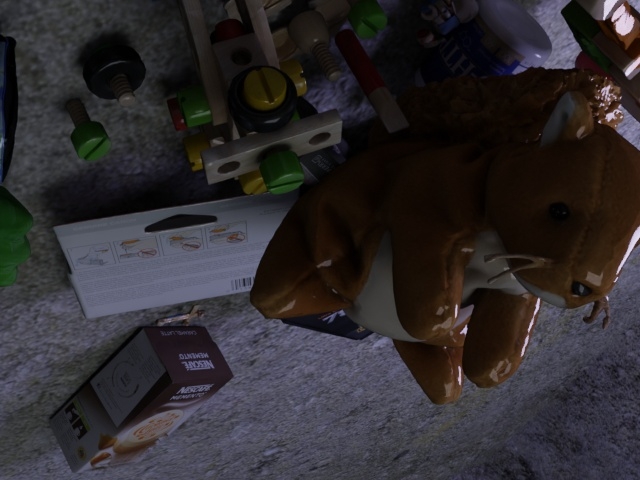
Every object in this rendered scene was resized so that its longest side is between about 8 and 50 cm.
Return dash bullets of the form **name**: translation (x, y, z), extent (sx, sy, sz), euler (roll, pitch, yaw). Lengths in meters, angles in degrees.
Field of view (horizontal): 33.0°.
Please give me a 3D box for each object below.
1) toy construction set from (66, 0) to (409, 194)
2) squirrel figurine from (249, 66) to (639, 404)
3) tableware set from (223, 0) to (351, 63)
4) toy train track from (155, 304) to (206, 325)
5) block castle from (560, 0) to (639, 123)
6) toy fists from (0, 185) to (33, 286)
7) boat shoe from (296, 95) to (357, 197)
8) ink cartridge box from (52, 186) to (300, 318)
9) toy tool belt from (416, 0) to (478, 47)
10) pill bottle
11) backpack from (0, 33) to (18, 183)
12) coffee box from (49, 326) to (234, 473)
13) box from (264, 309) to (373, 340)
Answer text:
- **toy construction set**: translation (-0.038, -0.124, 1.017), extent (0.309, 0.237, 0.257), euler (-8, 147, -34)
- **squirrel figurine**: translation (0.181, -0.055, 1.106), extent (0.281, 0.397, 0.370), euler (36, 144, -21)
- **tableware set**: translation (-0.020, -0.242, 1.112), extent (0.141, 0.020, 0.169), euler (-33, 156, 0)
- **toy train track**: translation (-0.202, 0.116, 1.580), extent (0.083, 0.014, 0.048), euler (-9, 147, -41)
- **block castle**: translation (0.374, -0.323, 1.164), extent (0.303, 0.213, 0.453), euler (-43, 151, 11)
- **toy fists**: translation (-0.411, 0.038, 1.090), extent (0.279, 0.096, 0.142), euler (-39, 145, 18)
- **boat shoe**: translation (-0.023, -0.095, 1.294), extent (0.112, 0.095, 0.335), euler (-39, 155, 14)
- **ink cartridge box**: translation (-0.161, -0.002, 1.261), extent (0.275, 0.060, 0.239), euler (-9, 151, -7)
- **toy tool belt**: translation (0.136, -0.265, 1.234), extent (0.083, 0.052, 0.051), euler (-37, 124, 3)
- **pill bottle**: translation (0.182, -0.200, 1.319), extent (0.112, 0.112, 0.187), euler (-3, 143, -47)
- **backpack**: translation (-0.301, -0.106, 0.918), extent (0.084, 0.114, 0.105), euler (-1, 147, -17)
- **coffee box**: translation (-0.271, 0.239, 1.623), extent (0.246, 0.098, 0.141), euler (-44, 155, 26)
- **box**: translation (0.100, 0.033, 1.484), extent (0.295, 0.073, 0.293), euler (-31, 160, 18)
